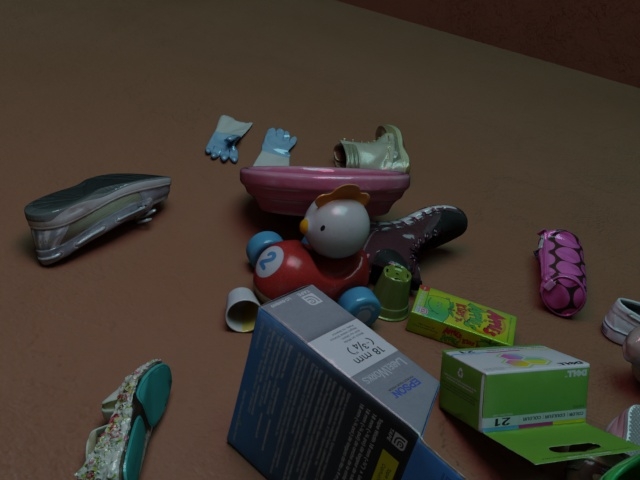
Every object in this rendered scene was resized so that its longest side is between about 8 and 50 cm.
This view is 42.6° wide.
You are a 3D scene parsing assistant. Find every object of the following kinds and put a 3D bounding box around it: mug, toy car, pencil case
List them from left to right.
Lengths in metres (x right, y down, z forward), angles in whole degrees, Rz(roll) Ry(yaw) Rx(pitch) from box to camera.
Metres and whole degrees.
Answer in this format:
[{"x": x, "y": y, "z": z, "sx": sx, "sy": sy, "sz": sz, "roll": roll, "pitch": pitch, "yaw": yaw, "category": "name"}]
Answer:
[{"x": -0.126, "y": 0.115, "z": 1.357, "sx": 0.062, "sy": 0.078, "sz": 0.064, "roll": -25, "pitch": 29, "yaw": 0, "category": "mug"}, {"x": 0.000, "y": 0.000, "z": 1.399, "sx": 0.211, "sy": 0.237, "sz": 0.219, "roll": -3, "pitch": 35, "yaw": -24, "category": "toy car"}, {"x": 0.473, "y": 0.058, "z": 1.628, "sx": 0.098, "sy": 0.095, "sz": 0.209, "roll": 46, "pitch": 27, "yaw": -15, "category": "pencil case"}]

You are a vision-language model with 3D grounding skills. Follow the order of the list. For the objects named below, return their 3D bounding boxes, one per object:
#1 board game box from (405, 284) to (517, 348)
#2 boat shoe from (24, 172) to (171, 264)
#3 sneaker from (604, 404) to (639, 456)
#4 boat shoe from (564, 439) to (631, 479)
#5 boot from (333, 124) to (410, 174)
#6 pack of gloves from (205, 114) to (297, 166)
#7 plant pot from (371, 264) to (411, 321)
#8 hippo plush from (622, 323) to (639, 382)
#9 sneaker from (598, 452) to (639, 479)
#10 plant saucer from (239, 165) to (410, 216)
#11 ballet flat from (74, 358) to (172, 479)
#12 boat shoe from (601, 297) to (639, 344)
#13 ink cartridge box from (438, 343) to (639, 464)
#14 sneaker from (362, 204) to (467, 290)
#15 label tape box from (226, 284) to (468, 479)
[{"x": 0.250, "y": 0.146, "z": 1.448, "sx": 0.181, "sy": 0.043, "sz": 0.092, "roll": 18, "pitch": 32, "yaw": 8, "category": "board game box"}, {"x": -0.391, "y": -0.053, "z": 1.484, "sx": 0.118, "sy": 0.103, "sz": 0.320, "roll": 7, "pitch": 21, "yaw": 27, "category": "boat shoe"}, {"x": 0.466, "y": 0.323, "z": 1.261, "sx": 0.051, "sy": 0.070, "sz": 0.134, "roll": 23, "pitch": 62, "yaw": -1, "category": "sneaker"}, {"x": 0.467, "y": 0.373, "z": 1.155, "sx": 0.258, "sy": 0.095, "sz": 0.095, "roll": 18, "pitch": 66, "yaw": 12, "category": "boat shoe"}, {"x": 0.111, "y": -0.214, "z": 1.927, "sx": 0.165, "sy": 0.077, "sz": 0.213, "roll": 3, "pitch": 36, "yaw": -13, "category": "boot"}, {"x": -0.154, "y": -0.234, "z": 1.887, "sx": 0.195, "sy": 0.046, "sz": 0.232, "roll": 11, "pitch": 32, "yaw": -2, "category": "pack of gloves"}, {"x": 0.128, "y": 0.088, "z": 1.459, "sx": 0.083, "sy": 0.079, "sz": 0.083, "roll": 10, "pitch": 33, "yaw": -7, "category": "plant pot"}, {"x": 0.625, "y": 0.255, "z": 1.325, "sx": 0.294, "sy": 0.234, "sz": 0.236, "roll": 45, "pitch": 40, "yaw": -31, "category": "hippo plush"}, {"x": 0.350, "y": 0.368, "z": 1.027, "sx": 0.109, "sy": 0.123, "sz": 0.295, "roll": 32, "pitch": 59, "yaw": 25, "category": "sneaker"}, {"x": 0.008, "y": -0.097, "z": 1.607, "sx": 0.333, "sy": 0.084, "sz": 0.332, "roll": 2, "pitch": 7, "yaw": 0, "category": "plant saucer"}, {"x": -0.261, "y": 0.240, "z": 1.081, "sx": 0.077, "sy": 0.091, "sz": 0.241, "roll": -7, "pitch": 27, "yaw": 9, "category": "ballet flat"}, {"x": 0.662, "y": 0.171, "z": 1.526, "sx": 0.258, "sy": 0.084, "sz": 0.095, "roll": 12, "pitch": 32, "yaw": -2, "category": "boat shoe"}, {"x": 0.317, "y": 0.230, "z": 1.197, "sx": 0.189, "sy": 0.096, "sz": 0.255, "roll": -1, "pitch": 6, "yaw": -21, "category": "ink cartridge box"}, {"x": 0.184, "y": 0.029, "z": 1.569, "sx": 0.282, "sy": 0.106, "sz": 0.162, "roll": -13, "pitch": 45, "yaw": -20, "category": "sneaker"}, {"x": 0.044, "y": 0.250, "z": 1.028, "sx": 0.334, "sy": 0.240, "sz": 0.106, "roll": 36, "pitch": 37, "yaw": 30, "category": "label tape box"}]
